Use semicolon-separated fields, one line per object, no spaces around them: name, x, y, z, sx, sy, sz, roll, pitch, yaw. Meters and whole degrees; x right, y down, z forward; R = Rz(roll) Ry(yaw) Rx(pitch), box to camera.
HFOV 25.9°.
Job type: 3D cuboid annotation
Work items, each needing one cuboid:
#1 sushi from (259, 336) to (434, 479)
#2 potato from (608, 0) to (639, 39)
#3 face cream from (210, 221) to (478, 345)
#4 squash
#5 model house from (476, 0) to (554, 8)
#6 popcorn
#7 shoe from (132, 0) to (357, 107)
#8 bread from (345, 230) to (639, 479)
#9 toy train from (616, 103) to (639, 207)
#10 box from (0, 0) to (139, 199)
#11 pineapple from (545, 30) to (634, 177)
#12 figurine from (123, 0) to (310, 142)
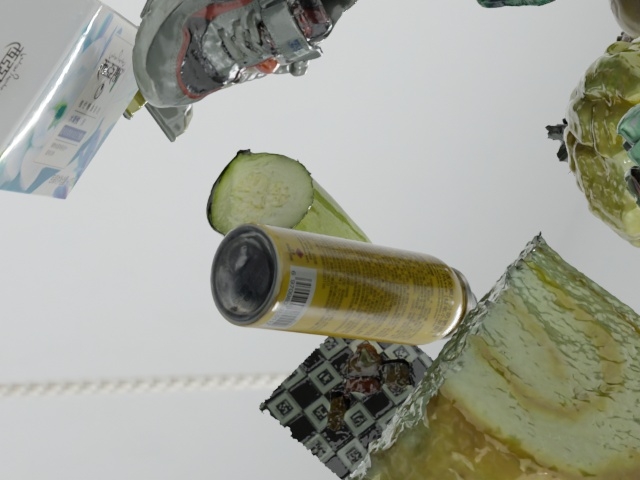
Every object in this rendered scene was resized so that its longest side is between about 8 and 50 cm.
sushi;0.037;0.185;1.689;0.139;0.201;0.031;43;-23;9
potato;0.475;-0.398;1.879;0.141;0.192;0.296;7;77;-64
face cream;0.045;0.053;1.461;0.105;0.349;0.105;-9;-102;43
squash;0.006;0.006;1.703;0.137;0.287;0.137;-31;-141;30
model house;0.177;-0.271;1.229;0.101;0.100;0.088;3;-132;40
popcorn;0.431;-0.153;1.560;0.334;0.293;0.292;-23;-148;32
shoe;-0.038;-0.174;1.104;0.125;0.227;0.099;34;-17;36
bread;0.204;0.180;1.237;0.239;0.264;0.395;-60;170;32
toy train;0.273;-0.019;0.888;0.194;0.125;0.081;48;-61;9
box;-0.279;-0.155;1.374;0.203;0.116;0.274;-57;175;2
pineapple;0.495;-0.233;2.102;0.202;0.362;0.202;48;-11;13
figurine;-0.133;-0.264;1.798;0.167;0.285;0.342;60;14;1
